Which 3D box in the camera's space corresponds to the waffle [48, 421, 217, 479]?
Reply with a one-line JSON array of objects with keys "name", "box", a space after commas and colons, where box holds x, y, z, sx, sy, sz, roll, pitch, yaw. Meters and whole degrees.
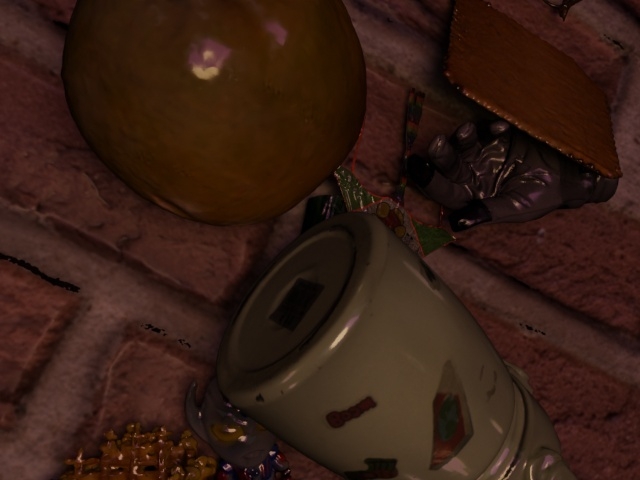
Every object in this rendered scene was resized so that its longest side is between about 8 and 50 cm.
[{"name": "waffle", "box": [-0.174, 0.279, 0.664, 0.193, 0.070, 0.197, -35, 90, -3]}]

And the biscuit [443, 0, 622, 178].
[{"name": "biscuit", "box": [0.247, -0.186, 0.814, 0.237, 0.013, 0.232, 28, 44, -12]}]

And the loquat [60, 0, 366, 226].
[{"name": "loquat", "box": [-0.083, -0.150, 0.642, 0.276, 0.284, 0.276, 0, 71, 0]}]

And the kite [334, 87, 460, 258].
[{"name": "kite", "box": [0.095, -0.060, 0.798, 0.198, 0.006, 0.244, 24, 72, -27]}]

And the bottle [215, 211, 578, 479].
[{"name": "bottle", "box": [0.088, 0.153, 0.686, 0.352, 0.229, 0.229, 41, 75, -24]}]

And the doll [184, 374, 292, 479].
[{"name": "doll", "box": [-0.079, 0.197, 0.719, 0.104, 0.062, 0.194, -10, 97, 2]}]

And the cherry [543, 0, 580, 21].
[{"name": "cherry", "box": [0.254, -0.383, 0.863, 0.225, 0.090, 0.107, 45, 59, -17]}]

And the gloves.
[{"name": "gloves", "box": [0.221, -0.074, 0.805, 0.286, 0.119, 0.142, 6, 71, -29]}]

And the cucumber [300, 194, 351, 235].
[{"name": "cucumber", "box": [0.000, 0.000, 0.768, 0.048, 0.048, 0.105, 15, 81, -14]}]
